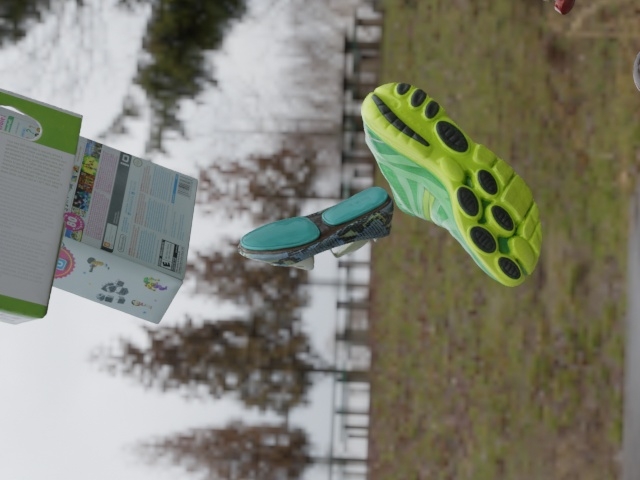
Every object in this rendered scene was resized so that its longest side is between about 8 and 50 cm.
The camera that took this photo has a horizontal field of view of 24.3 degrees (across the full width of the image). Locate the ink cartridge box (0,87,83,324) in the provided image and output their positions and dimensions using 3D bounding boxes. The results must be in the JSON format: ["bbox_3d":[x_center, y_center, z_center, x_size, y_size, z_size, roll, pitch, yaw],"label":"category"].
[{"bbox_3d":[-0.400,-0.046,1.754,0.097,0.188,0.255,-14,63,58],"label":"ink cartridge box"}]

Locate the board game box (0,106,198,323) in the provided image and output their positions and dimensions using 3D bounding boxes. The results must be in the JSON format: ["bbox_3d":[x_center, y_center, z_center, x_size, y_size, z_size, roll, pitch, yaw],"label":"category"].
[{"bbox_3d":[-0.333,-0.037,2.041,0.097,0.303,0.224,-57,18,35],"label":"board game box"}]

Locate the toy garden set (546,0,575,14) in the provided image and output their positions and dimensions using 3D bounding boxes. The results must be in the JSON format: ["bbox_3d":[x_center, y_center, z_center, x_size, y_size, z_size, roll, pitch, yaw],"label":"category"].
[{"bbox_3d":[0.221,-0.392,1.812,0.049,0.204,0.244,-46,-32,-9],"label":"toy garden set"}]

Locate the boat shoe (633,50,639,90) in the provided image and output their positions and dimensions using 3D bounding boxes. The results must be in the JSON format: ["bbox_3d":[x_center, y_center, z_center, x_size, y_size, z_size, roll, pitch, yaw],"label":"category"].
[{"bbox_3d":[0.441,-0.210,1.483,0.095,0.257,0.095,26,-129,-37],"label":"boat shoe"}]

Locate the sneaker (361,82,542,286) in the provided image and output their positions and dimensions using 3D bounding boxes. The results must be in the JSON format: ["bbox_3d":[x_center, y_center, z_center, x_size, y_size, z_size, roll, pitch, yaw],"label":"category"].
[{"bbox_3d":[0.160,-0.065,1.802,0.295,0.109,0.123,51,161,16],"label":"sneaker"}]

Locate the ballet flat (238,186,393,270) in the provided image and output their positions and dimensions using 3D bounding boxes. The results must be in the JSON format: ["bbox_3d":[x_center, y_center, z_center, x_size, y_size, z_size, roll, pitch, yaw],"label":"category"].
[{"bbox_3d":[0.000,0.000,1.682,0.070,0.188,0.070,161,90,-78],"label":"ballet flat"}]
